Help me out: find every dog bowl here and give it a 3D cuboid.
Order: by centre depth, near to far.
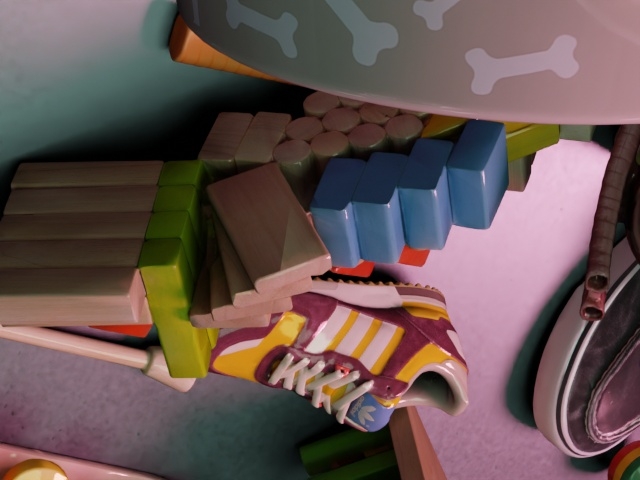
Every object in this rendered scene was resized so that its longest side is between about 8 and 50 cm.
[{"bbox_3d":[0.088,-0.148,0.753,0.349,0.349,0.102,-7,116,-22],"label":"dog bowl"}]

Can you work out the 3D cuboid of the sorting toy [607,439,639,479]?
[{"bbox_3d":[0.240,0.264,1.220,0.132,0.046,0.274,1,115,-26],"label":"sorting toy"}]

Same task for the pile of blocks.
[{"bbox_3d":[0.000,0.000,0.883,0.362,0.149,0.112,-18,132,-7],"label":"pile of blocks"}]

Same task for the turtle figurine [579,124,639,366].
[{"bbox_3d":[0.268,-0.048,0.914,0.198,0.266,0.275,37,109,-28],"label":"turtle figurine"}]

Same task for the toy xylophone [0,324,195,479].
[{"bbox_3d":[-0.190,0.159,0.937,0.323,0.081,0.236,8,112,-29],"label":"toy xylophone"}]

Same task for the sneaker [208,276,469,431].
[{"bbox_3d":[0.008,0.072,0.967,0.186,0.084,0.069,-2,148,-28],"label":"sneaker"}]

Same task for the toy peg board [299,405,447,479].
[{"bbox_3d":[0.050,0.197,1.036,0.079,0.161,0.160,-20,125,6],"label":"toy peg board"}]

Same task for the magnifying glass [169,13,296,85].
[{"bbox_3d":[0.023,-0.096,0.935,0.231,0.026,0.092,9,112,-28],"label":"magnifying glass"}]

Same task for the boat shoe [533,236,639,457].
[{"bbox_3d":[0.263,0.035,1.072,0.301,0.102,0.108,-49,126,5],"label":"boat shoe"}]
